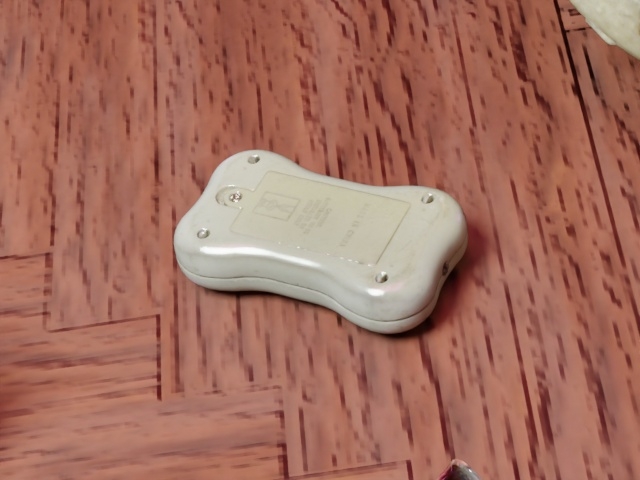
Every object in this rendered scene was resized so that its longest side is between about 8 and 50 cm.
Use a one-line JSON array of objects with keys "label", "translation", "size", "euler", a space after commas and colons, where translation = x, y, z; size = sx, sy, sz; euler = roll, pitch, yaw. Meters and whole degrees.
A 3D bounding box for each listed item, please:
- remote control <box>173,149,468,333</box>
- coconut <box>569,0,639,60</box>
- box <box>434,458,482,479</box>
[{"label": "remote control", "translation": [0.000, 0.000, 0.824], "size": [0.122, 0.032, 0.074], "euler": [14, 50, 25]}, {"label": "coconut", "translation": [0.225, -0.193, 0.830], "size": [0.266, 0.237, 0.237], "euler": [-39, 50, -20]}, {"label": "box", "translation": [0.096, 0.179, 0.562], "size": [0.050, 0.123, 0.229], "euler": [-29, 46, -14]}]
